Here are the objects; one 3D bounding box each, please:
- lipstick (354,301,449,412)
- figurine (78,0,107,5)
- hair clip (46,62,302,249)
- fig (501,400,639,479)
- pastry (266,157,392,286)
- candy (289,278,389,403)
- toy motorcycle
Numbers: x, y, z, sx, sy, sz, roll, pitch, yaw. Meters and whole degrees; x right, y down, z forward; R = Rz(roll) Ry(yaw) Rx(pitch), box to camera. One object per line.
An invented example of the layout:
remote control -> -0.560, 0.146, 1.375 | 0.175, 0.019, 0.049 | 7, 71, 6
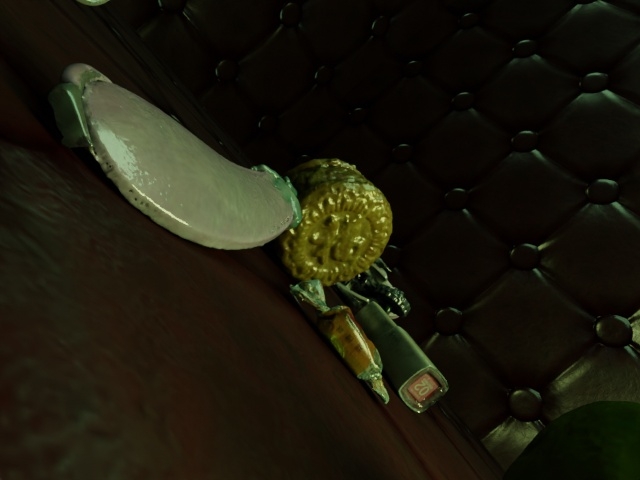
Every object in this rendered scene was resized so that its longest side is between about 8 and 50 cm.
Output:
lipstick -> 0.137, 0.201, 0.870 | 0.079, 0.077, 0.253 | 49, 2, -25
figurine -> -0.486, -0.548, 0.909 | 0.153, 0.132, 0.132 | 35, -4, 21
hair clip -> -0.098, -0.047, 0.440 | 0.095, 0.110, 0.358 | 9, -4, 13
fig -> 0.184, 0.218, 0.228 | 0.206, 0.206, 0.275 | 50, 23, 6
pastry -> 0.007, -0.024, 0.692 | 0.189, 0.188, 0.103 | 48, 7, -39
candy -> 0.032, 0.115, 0.558 | 0.182, 0.046, 0.053 | 52, 3, -5
toy motorcycle -> 0.105, 0.113, 1.250 | 0.327, 0.143, 0.188 | 33, -11, 28
